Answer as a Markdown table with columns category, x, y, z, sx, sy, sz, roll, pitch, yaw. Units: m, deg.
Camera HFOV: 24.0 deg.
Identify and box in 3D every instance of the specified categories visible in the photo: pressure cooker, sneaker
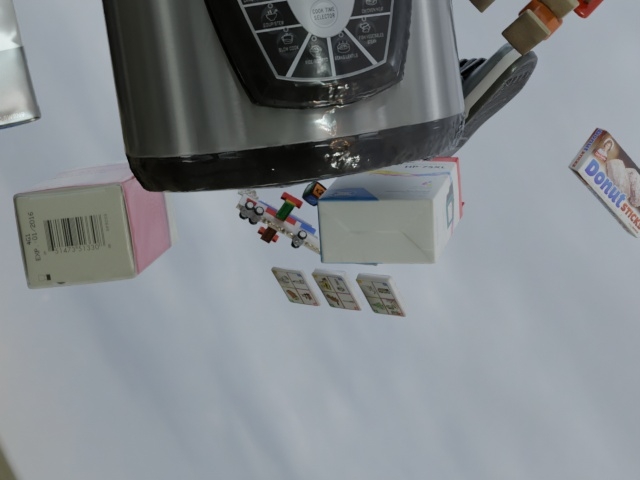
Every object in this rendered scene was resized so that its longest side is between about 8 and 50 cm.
| category | x | y | z | sx | sy | sz | roll | pitch | yaw |
| --- | --- | --- | --- | --- | --- | --- | --- | --- | --- |
| pressure cooker | -0.054 | -0.274 | 1.550 | 0.375 | 0.370 | 0.420 | -3 | -82 | 29 |
| sneaker | 0.158 | -0.223 | 2.034 | 0.178 | 0.124 | 0.295 | 54 | -40 | 8 |

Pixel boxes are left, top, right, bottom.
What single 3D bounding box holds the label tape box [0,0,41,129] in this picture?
| category | x | y | z | sx | sy | sz | roll | pitch | yaw |
| --- | --- | --- | --- | --- | --- | --- | --- | --- | --- |
| label tape box | -0.419 | -0.301 | 1.755 | 0.240 | 0.106 | 0.333 | -145 | -138 | -73 |

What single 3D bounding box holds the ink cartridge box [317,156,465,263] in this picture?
| category | x | y | z | sx | sy | sz | roll | pitch | yaw |
| --- | --- | --- | --- | --- | --- | --- | --- | --- | --- |
| ink cartridge box | 0.088 | -0.043 | 1.747 | 0.231 | 0.134 | 0.078 | -53 | 140 | -68 |

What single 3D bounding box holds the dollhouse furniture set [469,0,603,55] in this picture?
| category | x | y | z | sx | sy | sz | roll | pitch | yaw |
| --- | --- | --- | --- | --- | --- | --- | --- | --- | --- |
| dollhouse furniture set | 0.270 | -0.397 | 1.912 | 0.259 | 0.262 | 0.135 | 46 | -19 | -2 |

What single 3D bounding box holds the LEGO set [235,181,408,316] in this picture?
| category | x | y | z | sx | sy | sz | roll | pitch | yaw |
| --- | --- | --- | --- | --- | --- | --- | --- | --- | --- |
| LEGO set | 0.000 | 0.000 | 1.924 | 0.182 | 0.060 | 0.244 | 5 | -36 | 31 |

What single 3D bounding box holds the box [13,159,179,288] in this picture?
| category | x | y | z | sx | sy | sz | roll | pitch | yaw |
| --- | --- | --- | --- | --- | --- | --- | --- | --- | --- |
| box | -0.289 | -0.027 | 1.975 | 0.232 | 0.149 | 0.127 | -57 | 140 | -77 |

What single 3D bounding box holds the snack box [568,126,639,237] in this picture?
| category | x | y | z | sx | sy | sz | roll | pitch | yaw |
| --- | --- | --- | --- | --- | --- | --- | --- | --- | --- |
| snack box | 0.377 | -0.072 | 1.908 | 0.022 | 0.064 | 0.178 | 34 | -4 | 46 |
